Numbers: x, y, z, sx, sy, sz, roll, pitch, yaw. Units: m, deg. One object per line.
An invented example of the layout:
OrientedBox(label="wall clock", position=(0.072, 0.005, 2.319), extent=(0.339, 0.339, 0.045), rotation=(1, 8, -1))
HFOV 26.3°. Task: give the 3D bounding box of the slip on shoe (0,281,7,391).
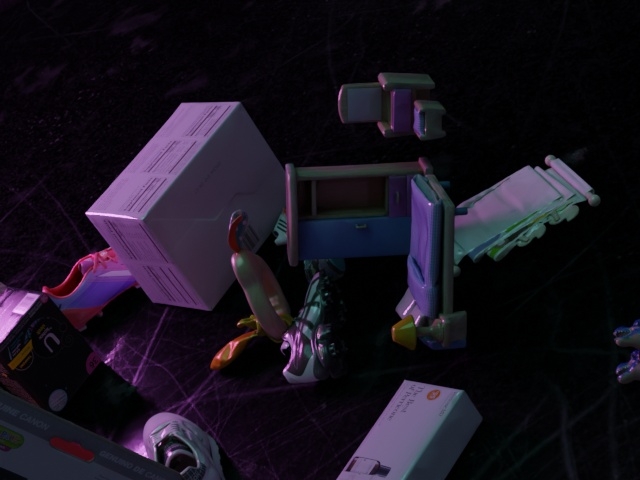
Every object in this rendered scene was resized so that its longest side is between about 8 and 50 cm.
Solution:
OrientedBox(label="slip on shoe", position=(-0.541, 0.189, 2.205), extent=(0.101, 0.123, 0.331), rotation=(-26, 37, 18))

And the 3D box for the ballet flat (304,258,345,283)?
OrientedBox(label="ballet flat", position=(0.000, 0.000, 2.035), extent=(0.070, 0.070, 0.188), rotation=(-22, 30, 17))

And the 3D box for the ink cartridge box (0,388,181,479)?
OrientedBox(label="ink cartridge box", position=(-0.369, 0.302, 1.650), extent=(0.272, 0.309, 0.130), rotation=(-53, 32, 7))

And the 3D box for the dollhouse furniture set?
OrientedBox(label="dollhouse furniture set", position=(0.069, -0.036, 1.756), extent=(0.198, 0.286, 0.303), rotation=(-4, 22, -7))

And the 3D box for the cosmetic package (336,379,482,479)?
OrientedBox(label="cosmetic package", position=(0.084, 0.273, 1.596), extent=(0.099, 0.060, 0.239), rotation=(6, 49, 44))

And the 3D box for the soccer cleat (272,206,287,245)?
OrientedBox(label="soccer cleat", position=(-0.059, -0.023, 2.144), extent=(0.036, 0.029, 0.083), rotation=(-21, 38, 10))

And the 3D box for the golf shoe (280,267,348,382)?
OrientedBox(label="golf shoe", position=(-0.015, 0.116, 1.877), extent=(0.094, 0.077, 0.198), rotation=(-22, 33, 18))

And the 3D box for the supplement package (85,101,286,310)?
OrientedBox(label="supplement package", position=(-0.194, -0.056, 2.140), extent=(0.145, 0.204, 0.262), rotation=(6, 49, 44))

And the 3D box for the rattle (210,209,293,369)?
OrientedBox(label="rattle", position=(-0.128, 0.067, 1.923), extent=(0.143, 0.199, 0.130), rotation=(-16, 36, 25))

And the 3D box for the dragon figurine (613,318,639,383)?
OrientedBox(label="dragon figurine", position=(0.433, 0.137, 1.450), extent=(0.289, 0.085, 0.144), rotation=(-9, 40, 35))

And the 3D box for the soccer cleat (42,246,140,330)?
OrientedBox(label="soccer cleat", position=(-0.339, 0.042, 2.237), extent=(0.248, 0.095, 0.083), rotation=(-41, 33, -12))

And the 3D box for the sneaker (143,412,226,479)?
OrientedBox(label="sneaker", position=(-0.186, 0.277, 1.794), extent=(0.090, 0.095, 0.235), rotation=(-39, 31, -7))

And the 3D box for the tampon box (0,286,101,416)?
OrientedBox(label="tampon box", position=(-0.440, 0.169, 2.094), extent=(0.101, 0.161, 0.120), rotation=(6, 50, 44))

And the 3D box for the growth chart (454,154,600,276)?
OrientedBox(label="growth chart", position=(0.257, -0.035, 1.892), extent=(0.237, 0.021, 0.172), rotation=(-29, 33, 7))
